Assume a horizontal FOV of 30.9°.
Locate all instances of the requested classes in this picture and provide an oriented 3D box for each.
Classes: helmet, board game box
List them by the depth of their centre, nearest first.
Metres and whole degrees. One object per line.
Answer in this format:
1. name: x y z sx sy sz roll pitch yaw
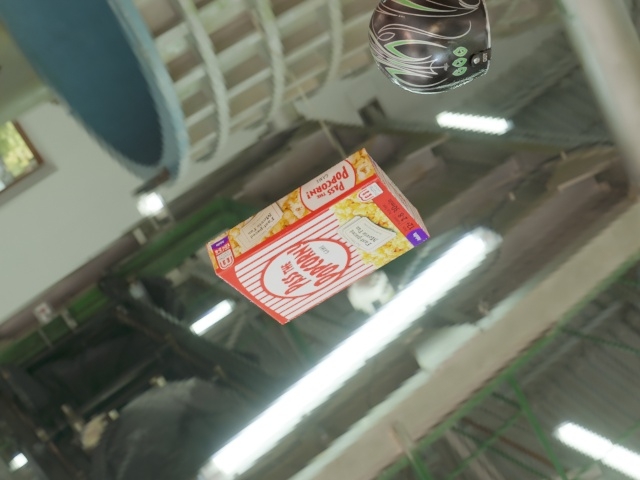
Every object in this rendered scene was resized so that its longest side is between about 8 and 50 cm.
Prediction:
1. board game box: 0.000 0.000 1.217 0.193 0.147 0.045 -31 -125 12
2. helmet: 0.150 -0.289 1.653 0.161 0.169 0.169 -6 -158 -4
